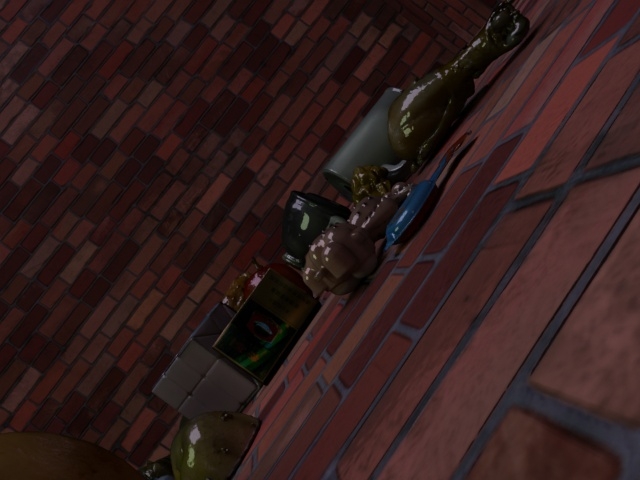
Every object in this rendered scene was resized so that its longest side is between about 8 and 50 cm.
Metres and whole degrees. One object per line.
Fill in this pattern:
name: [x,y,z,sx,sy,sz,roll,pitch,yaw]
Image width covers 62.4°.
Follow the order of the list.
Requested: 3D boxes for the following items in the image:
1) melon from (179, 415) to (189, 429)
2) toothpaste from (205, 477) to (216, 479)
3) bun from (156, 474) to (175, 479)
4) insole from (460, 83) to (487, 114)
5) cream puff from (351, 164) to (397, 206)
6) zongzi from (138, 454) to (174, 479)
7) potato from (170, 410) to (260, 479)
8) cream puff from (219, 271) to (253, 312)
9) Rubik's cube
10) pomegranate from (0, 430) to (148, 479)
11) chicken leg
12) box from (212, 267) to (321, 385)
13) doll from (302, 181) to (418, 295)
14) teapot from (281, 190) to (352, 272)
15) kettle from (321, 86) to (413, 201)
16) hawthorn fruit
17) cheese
melon: [-0.349,0.530,1.568,0.167,0.114,0.114,-54,2,9]
toothpaste: [-0.188,0.427,0.719,0.194,0.043,0.067,-61,7,-19]
bun: [-0.324,0.555,1.075,0.141,0.083,0.141,-51,12,16]
insole: [0.352,-0.324,1.264,0.065,0.004,0.197,-54,2,-8]
cream puff: [0.146,-0.129,1.335,0.116,0.146,0.146,-7,30,29]
zongzi: [-0.415,0.627,1.435,0.251,0.125,0.274,-54,-4,38]
potato: [-0.209,0.379,0.952,0.202,0.117,0.182,-51,6,40]
cream puff: [-0.247,0.281,1.742,0.327,0.231,0.343,-59,6,26]
Rubik's cube: [-0.275,0.345,1.429,0.224,0.221,0.231,-53,2,20]
pomegranate: [-0.291,0.358,0.519,0.332,0.333,0.332,-54,2,3]
chicken leg: [0.300,-0.350,1.175,0.429,0.153,0.201,-45,24,37]
box: [-0.128,0.208,1.287,0.240,0.159,0.071,-55,-5,-16]
doll: [0.080,-0.011,0.988,0.278,0.119,0.154,-44,-1,-23]
teapot: [0.012,0.001,1.603,0.239,0.322,0.239,11,-77,-49]
kettle: [0.180,-0.264,1.517,0.318,0.205,0.265,-52,-1,-6]
hawthorn fruit: [-0.131,0.141,1.480,0.197,0.225,0.196,-30,9,5]
cheese: [0.175,-0.081,0.874,0.256,0.037,0.106,-53,3,-19]
